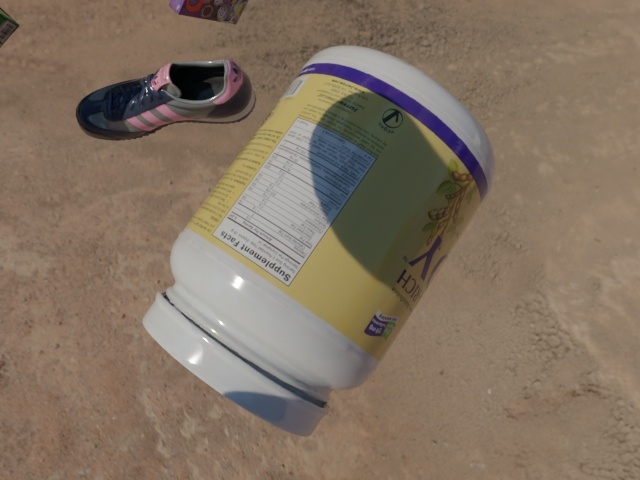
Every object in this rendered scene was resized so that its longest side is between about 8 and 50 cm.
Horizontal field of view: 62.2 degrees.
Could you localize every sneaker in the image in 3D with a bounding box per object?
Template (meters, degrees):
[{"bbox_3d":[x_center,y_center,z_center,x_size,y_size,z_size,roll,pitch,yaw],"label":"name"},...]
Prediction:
[{"bbox_3d":[-0.277,-0.253,0.902,0.318,0.131,0.112,-10,77,1],"label":"sneaker"}]

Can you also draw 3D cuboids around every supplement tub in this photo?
[{"bbox_3d":[0.000,0.000,0.553,0.241,0.241,0.331,31,81,19],"label":"supplement tub"}]

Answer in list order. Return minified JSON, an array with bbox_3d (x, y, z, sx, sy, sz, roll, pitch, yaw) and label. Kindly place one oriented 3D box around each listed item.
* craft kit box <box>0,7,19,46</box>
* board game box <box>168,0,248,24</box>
[{"bbox_3d":[-0.599,-0.300,0.739,0.246,0.061,0.250,43,94,3],"label":"craft kit box"},{"bbox_3d":[-0.199,-0.676,1.235,0.056,0.347,0.208,50,34,18],"label":"board game box"}]
